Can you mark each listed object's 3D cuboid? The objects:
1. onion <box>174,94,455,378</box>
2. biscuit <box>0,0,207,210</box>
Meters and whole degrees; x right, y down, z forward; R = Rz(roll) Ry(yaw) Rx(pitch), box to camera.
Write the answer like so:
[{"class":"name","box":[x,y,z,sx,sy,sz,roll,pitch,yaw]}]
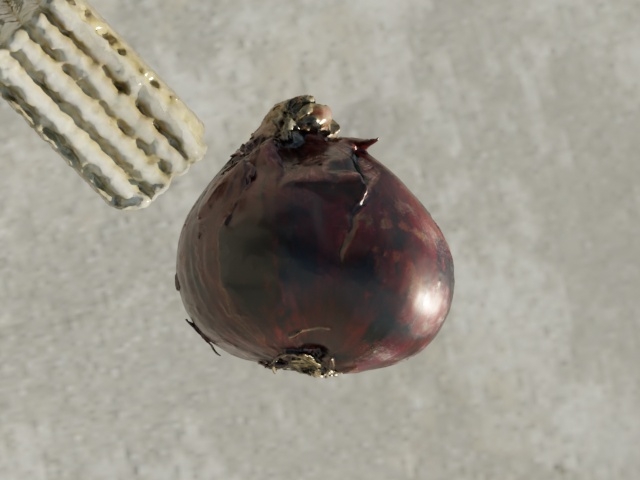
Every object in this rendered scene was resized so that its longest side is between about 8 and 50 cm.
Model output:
[{"class":"onion","box":[-0.003,0.020,1.790,0.221,0.281,0.281,32,55,-63]},{"class":"biscuit","box":[-0.180,-0.130,1.236,0.078,0.426,0.144,-44,110,-1]}]
